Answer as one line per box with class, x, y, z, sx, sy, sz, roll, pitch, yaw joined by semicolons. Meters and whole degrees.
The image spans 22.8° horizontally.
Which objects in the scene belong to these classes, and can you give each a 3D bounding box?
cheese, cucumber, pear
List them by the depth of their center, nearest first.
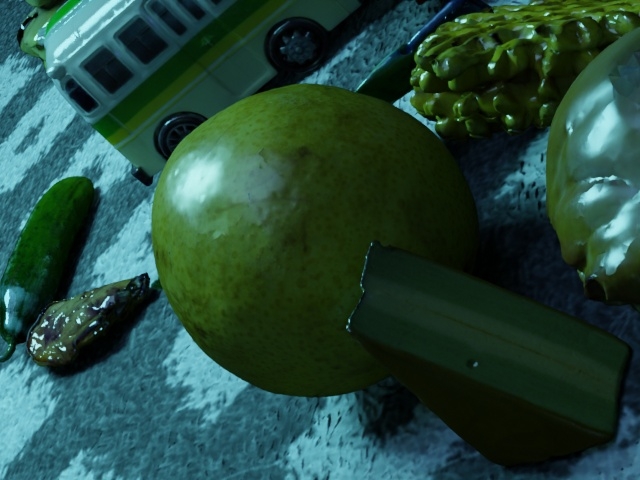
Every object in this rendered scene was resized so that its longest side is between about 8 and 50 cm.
pear;0.000;0.000;1.001;0.209;0.209;0.209;-35;30;24
cheese;-0.001;-0.068;1.168;0.320;0.083;0.204;-43;-13;13
cucumber;-0.273;0.018;1.546;0.056;0.056;0.250;-28;33;34

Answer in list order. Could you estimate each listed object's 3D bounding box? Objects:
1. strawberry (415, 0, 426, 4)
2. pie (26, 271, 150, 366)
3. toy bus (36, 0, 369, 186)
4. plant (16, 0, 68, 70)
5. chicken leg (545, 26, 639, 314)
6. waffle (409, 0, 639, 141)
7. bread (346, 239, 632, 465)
strawberry;0.056;-0.311;1.263;0.205;0.244;0.205;-10;59;16
pie;-0.215;0.073;1.410;0.170;0.034;0.092;-21;33;42
toy bus;-0.104;-0.217;1.467;0.305;0.179;0.143;-37;29;22
plant;-0.218;-0.329;1.697;0.306;0.261;0.297;-37;28;43
chicken leg;0.294;-0.010;0.682;0.409;0.182;0.295;-15;49;23
waffle;0.154;-0.117;1.024;0.197;0.070;0.193;-14;13;-4
bread;0.092;0.054;0.868;0.084;0.139;0.074;-22;35;42
